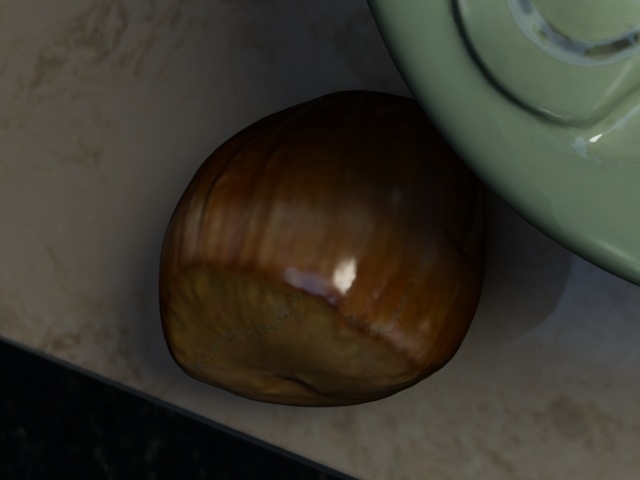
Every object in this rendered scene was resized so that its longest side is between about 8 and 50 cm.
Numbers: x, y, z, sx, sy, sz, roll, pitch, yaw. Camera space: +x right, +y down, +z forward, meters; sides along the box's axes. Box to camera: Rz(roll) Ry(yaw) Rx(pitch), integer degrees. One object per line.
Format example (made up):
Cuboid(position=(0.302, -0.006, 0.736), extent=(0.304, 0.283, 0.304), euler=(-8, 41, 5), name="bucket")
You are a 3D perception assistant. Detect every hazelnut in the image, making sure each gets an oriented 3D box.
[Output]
Cuboid(position=(0.000, 0.000, 0.854), extent=(0.150, 0.150, 0.150), euler=(3, 96, 24), name="hazelnut")

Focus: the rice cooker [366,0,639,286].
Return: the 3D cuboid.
Cuboid(position=(0.186, -0.143, 0.648), extent=(0.335, 0.325, 0.335), euler=(3, 97, 24), name="rice cooker")
